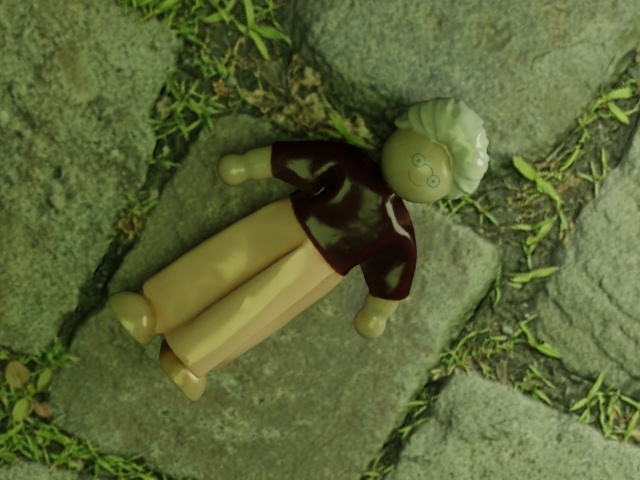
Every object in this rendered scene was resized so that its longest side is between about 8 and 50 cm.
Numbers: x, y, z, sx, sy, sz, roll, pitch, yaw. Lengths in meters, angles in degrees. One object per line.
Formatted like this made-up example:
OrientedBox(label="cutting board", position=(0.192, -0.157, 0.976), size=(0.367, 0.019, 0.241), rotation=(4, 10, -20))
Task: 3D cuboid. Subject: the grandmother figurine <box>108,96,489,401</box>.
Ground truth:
OrientedBox(label="grandmother figurine", position=(0.000, 0.000, 1.578), size=(0.342, 0.104, 0.208), rotation=(-37, 119, 9))
